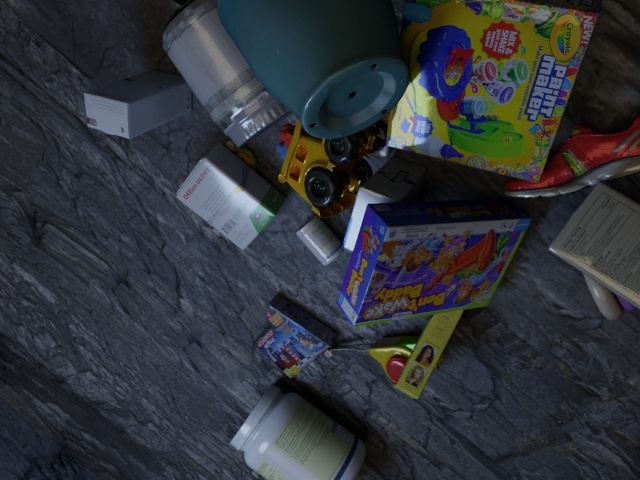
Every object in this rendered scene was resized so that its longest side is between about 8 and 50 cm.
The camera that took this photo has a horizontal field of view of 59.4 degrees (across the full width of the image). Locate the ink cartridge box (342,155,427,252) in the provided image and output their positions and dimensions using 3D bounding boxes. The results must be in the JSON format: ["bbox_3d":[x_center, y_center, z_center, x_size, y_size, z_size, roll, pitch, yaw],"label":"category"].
[{"bbox_3d":[0.135,-0.068,1.155,0.086,0.203,0.148,24,123,15],"label":"ink cartridge box"}]

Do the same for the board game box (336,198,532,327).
[{"bbox_3d":[0.223,0.039,1.106,0.078,0.347,0.233,54,139,45],"label":"board game box"}]

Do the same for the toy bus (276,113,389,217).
[{"bbox_3d":[0.004,-0.190,1.114,0.211,0.149,0.220,38,126,22],"label":"toy bus"}]

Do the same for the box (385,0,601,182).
[{"bbox_3d":[0.283,-0.293,0.954,0.279,0.177,0.290,17,133,16],"label":"box"}]

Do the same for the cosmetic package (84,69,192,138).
[{"bbox_3d":[-0.401,-0.311,1.258,0.117,0.231,0.085,17,121,16],"label":"cosmetic package"}]

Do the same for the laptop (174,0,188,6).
[{"bbox_3d":[-0.267,-0.636,1.159,0.234,0.136,0.264,34,99,5],"label":"laptop"}]

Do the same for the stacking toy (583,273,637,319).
[{"bbox_3d":[0.659,0.029,1.013,0.330,0.141,0.141,-26,103,28],"label":"stacking toy"}]

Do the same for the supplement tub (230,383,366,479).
[{"bbox_3d":[-0.063,0.577,1.567,0.325,0.235,0.235,35,125,5],"label":"supplement tub"}]

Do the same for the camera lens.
[{"bbox_3d":[-0.164,-0.357,1.130,0.219,0.219,0.274,-28,102,33],"label":"camera lens"}]

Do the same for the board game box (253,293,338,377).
[{"bbox_3d":[-0.086,0.248,1.512,0.194,0.060,0.194,45,125,-1],"label":"board game box"}]

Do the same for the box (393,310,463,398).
[{"bbox_3d":[0.243,0.238,1.254,0.058,0.087,0.232,28,79,10],"label":"box"}]

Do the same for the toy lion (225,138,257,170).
[{"bbox_3d":[-0.206,-0.195,1.354,0.100,0.034,0.096,-24,112,33],"label":"toy lion"}]

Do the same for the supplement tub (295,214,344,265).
[{"bbox_3d":[0.000,0.000,1.334,0.071,0.071,0.107,-36,97,35],"label":"supplement tub"}]

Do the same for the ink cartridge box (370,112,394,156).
[{"bbox_3d":[0.094,-0.272,1.144,0.128,0.072,0.175,13,122,19],"label":"ink cartridge box"}]

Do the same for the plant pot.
[{"bbox_3d":[0.009,-0.315,0.892,0.272,0.272,0.255,-40,66,35],"label":"plant pot"}]

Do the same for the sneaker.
[{"bbox_3d":[0.473,-0.152,1.035,0.279,0.107,0.118,-18,88,28],"label":"sneaker"}]

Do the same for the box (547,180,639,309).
[{"bbox_3d":[0.557,0.047,0.933,0.311,0.121,0.148,39,103,21],"label":"box"}]

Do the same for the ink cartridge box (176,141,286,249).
[{"bbox_3d":[-0.215,-0.105,1.345,0.212,0.093,0.154,38,128,-12],"label":"ink cartridge box"}]

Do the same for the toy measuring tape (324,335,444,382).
[{"bbox_3d":[0.161,0.306,1.400,0.330,0.121,0.121,-13,110,37],"label":"toy measuring tape"}]
